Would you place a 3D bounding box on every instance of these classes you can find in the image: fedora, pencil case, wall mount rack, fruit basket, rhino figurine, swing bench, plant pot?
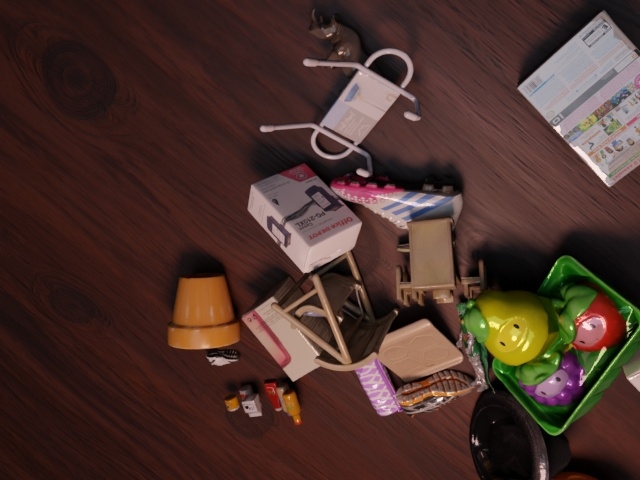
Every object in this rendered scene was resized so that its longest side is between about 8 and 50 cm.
[{"bbox_3d":[0.524,0.531,1.609,0.152,0.334,0.334,-1,113,-17],"label":"fedora"},{"bbox_3d":[0.159,0.392,1.744,0.088,0.086,0.206,-11,111,56],"label":"pencil case"},{"bbox_3d":[0.048,-0.296,1.434,0.304,0.131,0.350,23,133,-20],"label":"wall mount rack"},{"bbox_3d":[0.523,0.227,1.437,0.391,0.283,0.392,-16,130,-20],"label":"fruit basket"},{"bbox_3d":[0.053,-0.440,1.475,0.106,0.073,0.243,-29,104,27],"label":"rhino figurine"},{"bbox_3d":[0.047,0.180,1.602,0.165,0.253,0.255,-35,94,26],"label":"swing bench"},{"bbox_3d":[-0.331,0.191,1.769,0.205,0.205,0.188,0,94,17],"label":"plant pot"}]

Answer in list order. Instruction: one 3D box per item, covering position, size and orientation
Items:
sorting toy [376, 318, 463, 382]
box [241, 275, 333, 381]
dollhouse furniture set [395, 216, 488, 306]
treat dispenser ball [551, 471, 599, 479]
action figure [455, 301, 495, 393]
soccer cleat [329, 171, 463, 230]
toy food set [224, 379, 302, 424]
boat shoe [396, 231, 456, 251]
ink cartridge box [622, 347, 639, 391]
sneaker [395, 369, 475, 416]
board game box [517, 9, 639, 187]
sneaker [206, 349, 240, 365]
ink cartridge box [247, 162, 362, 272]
[{"bbox_3d":[0.254,0.293,1.676,0.193,0.038,0.208,-27,129,23],"label":"sorting toy"},{"bbox_3d":[-0.081,0.242,1.728,0.126,0.148,0.232,-35,96,25],"label":"box"},{"bbox_3d":[0.290,0.059,1.532,0.212,0.242,0.161,-6,73,18],"label":"dollhouse furniture set"},{"bbox_3d":[0.660,0.750,1.616,0.288,0.288,0.288,6,111,15],"label":"treat dispenser ball"},{"bbox_3d":[0.392,0.270,1.622,0.063,0.137,0.232,-15,96,-5],"label":"action figure"},{"bbox_3d":[0.182,-0.086,1.547,0.331,0.116,0.143,6,114,15],"label":"soccer cleat"},{"bbox_3d":[-0.161,0.490,1.862,0.232,0.111,0.105,-12,105,17],"label":"toy food set"},{"bbox_3d":[0.267,0.001,1.592,0.152,0.056,0.049,-7,94,18],"label":"boat shoe"},{"bbox_3d":[0.823,0.342,1.489,0.092,0.158,0.218,-41,95,24],"label":"ink cartridge box"},{"bbox_3d":[0.315,0.420,1.707,0.214,0.084,0.083,-15,119,8],"label":"sneaker"},{"bbox_3d":[0.612,-0.303,1.350,0.303,0.097,0.224,47,116,-2],"label":"board game box"},{"bbox_3d":[-0.291,0.358,1.899,0.109,0.040,0.044,1,126,20],"label":"sneaker"},{"bbox_3d":[-0.040,-0.059,1.536,0.237,0.172,0.100,47,145,25],"label":"ink cartridge box"}]
